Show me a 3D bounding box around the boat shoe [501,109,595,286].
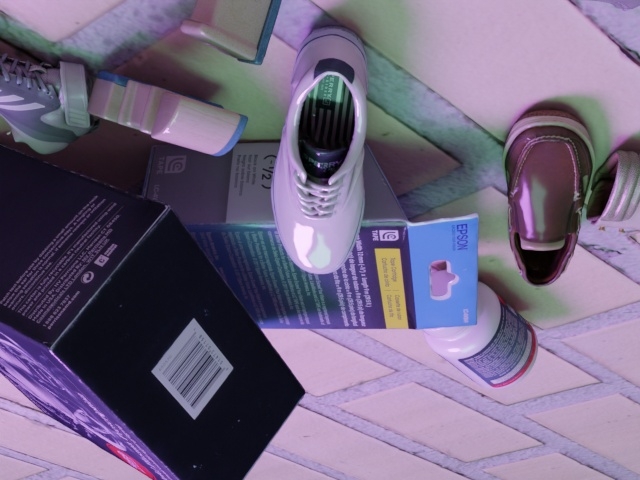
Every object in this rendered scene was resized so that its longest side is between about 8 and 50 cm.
[{"bbox_3d":[0.240,-0.033,1.229,0.095,0.095,0.257,-2,151,10],"label":"boat shoe"}]

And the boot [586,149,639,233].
[{"bbox_3d":[0.366,-0.021,1.257,0.165,0.077,0.213,3,146,0],"label":"boot"}]

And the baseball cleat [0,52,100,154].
[{"bbox_3d":[-0.288,-0.159,1.114,0.109,0.072,0.206,-22,149,16],"label":"baseball cleat"}]

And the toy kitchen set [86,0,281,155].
[{"bbox_3d":[-0.102,-0.166,1.062,0.122,0.166,0.207,14,-175,-33],"label":"toy kitchen set"}]

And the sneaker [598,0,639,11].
[{"bbox_3d":[0.157,-0.226,0.878,0.281,0.105,0.115,14,149,-19],"label":"sneaker"}]

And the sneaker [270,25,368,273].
[{"bbox_3d":[-0.004,-0.068,1.094,0.094,0.091,0.258,4,123,5],"label":"sneaker"}]

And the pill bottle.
[{"bbox_3d":[0.192,0.110,1.484,0.108,0.108,0.180,-15,146,30],"label":"pill bottle"}]

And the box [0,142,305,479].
[{"bbox_3d":[-0.237,0.091,1.252,0.312,0.179,0.343,21,154,39],"label":"box"}]

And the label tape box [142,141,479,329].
[{"bbox_3d":[0.000,0.000,1.307,0.347,0.115,0.249,-2,150,6],"label":"label tape box"}]
